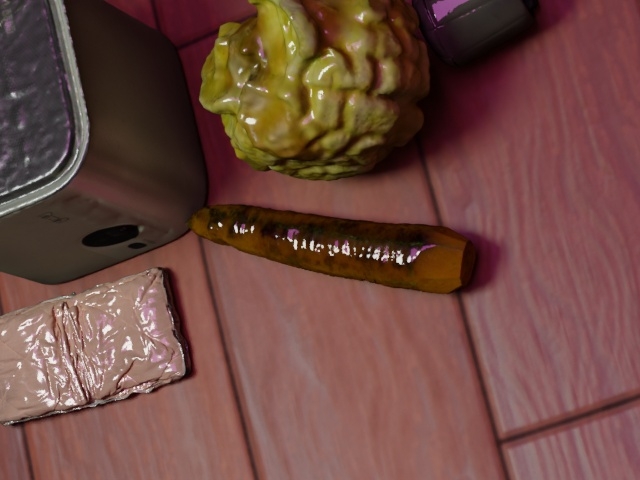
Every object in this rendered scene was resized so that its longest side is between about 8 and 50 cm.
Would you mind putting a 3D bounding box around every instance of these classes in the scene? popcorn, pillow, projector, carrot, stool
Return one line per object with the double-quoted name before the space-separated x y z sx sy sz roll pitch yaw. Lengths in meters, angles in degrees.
"popcorn" -0.011 -0.156 1.618 0.235 0.216 0.181 -19 70 38
"pillow" -0.249 0.113 1.770 0.232 0.043 0.126 -16 78 18
"projector" -0.289 -0.112 1.718 0.248 0.249 0.248 -20 72 19
"carrot" 0.000 0.000 1.667 0.314 0.066 0.066 10 83 26
"stool" 0.148 -0.225 1.633 0.110 0.096 0.096 -24 70 14
